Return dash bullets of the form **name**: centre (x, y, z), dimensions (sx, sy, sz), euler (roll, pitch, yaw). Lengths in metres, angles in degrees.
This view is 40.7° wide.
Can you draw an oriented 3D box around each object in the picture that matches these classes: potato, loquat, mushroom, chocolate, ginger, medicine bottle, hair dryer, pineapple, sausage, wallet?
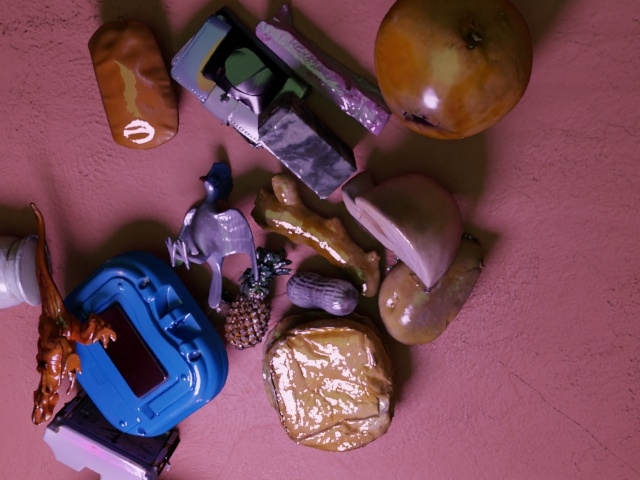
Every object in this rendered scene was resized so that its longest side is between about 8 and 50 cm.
- **potato**: centre (0.192, 0.091, 1.594), dimensions (0.138, 0.098, 0.243), euler (23, 109, -14)
- **loquat**: centre (0.216, -0.299, 1.420), dimensions (0.263, 0.263, 0.263), euler (3, 107, 9)
- **mushroom**: centre (0.160, -0.064, 1.509), dimensions (0.162, 0.173, 0.236), euler (-42, 70, -12)
- **chocolate**: centre (0.001, 0.099, 1.630), dimensions (0.167, 0.072, 0.072), euler (12, 112, 39)
- **ginger**: centre (0.001, -0.002, 1.631), dimensions (0.299, 0.065, 0.118), euler (39, 117, -7)
- **medicine bottle**: centre (-0.622, 0.061, 1.708), dimensions (0.143, 0.147, 0.147), euler (-3, 106, 7)
- **hair dryer**: centre (-0.267, 0.120, 1.716), dimensions (0.181, 0.064, 0.117), euler (33, 109, 4)
- **pineapple**: centre (-0.123, 0.116, 1.657), dimensions (0.103, 0.083, 0.221), euler (8, 109, -34)
- **sausage**: centre (-0.340, -0.284, 1.570), dimensions (0.136, 0.120, 0.241), euler (-18, 103, -1)
- **wallet**: centre (-0.146, -0.289, 1.565), dimensions (0.231, 0.069, 0.170), euler (42, 104, -6)

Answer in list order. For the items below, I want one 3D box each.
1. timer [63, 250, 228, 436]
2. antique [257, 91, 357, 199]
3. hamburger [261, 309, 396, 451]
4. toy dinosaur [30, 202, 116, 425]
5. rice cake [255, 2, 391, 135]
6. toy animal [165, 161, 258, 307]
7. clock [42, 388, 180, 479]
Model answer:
- **timer**: centre (-0.358, 0.207, 1.692), dimensions (0.309, 0.115, 0.340), euler (-37, 87, 27)
- **antique**: centre (-0.029, -0.173, 1.542), dimensions (0.088, 0.086, 0.183), euler (-40, 116, 19)
- **hamburger**: centre (0.017, 0.271, 1.672), dimensions (0.259, 0.144, 0.283), euler (-3, 102, 6)
- **toy dinosaur**: centre (-0.480, 0.157, 1.621), dimensions (0.208, 0.097, 0.432), euler (13, 100, 43)
- **rice cake**: centre (0.013, -0.304, 1.542), dimensions (0.290, 0.051, 0.081), euler (41, 101, -5)
- **toy animal**: centre (-0.199, -0.007, 1.616), dimensions (0.239, 0.176, 0.255), euler (11, 122, 46)
- **clock**: centre (-0.421, 0.411, 1.761), dimensions (0.253, 0.186, 0.083), euler (28, 107, 1)
